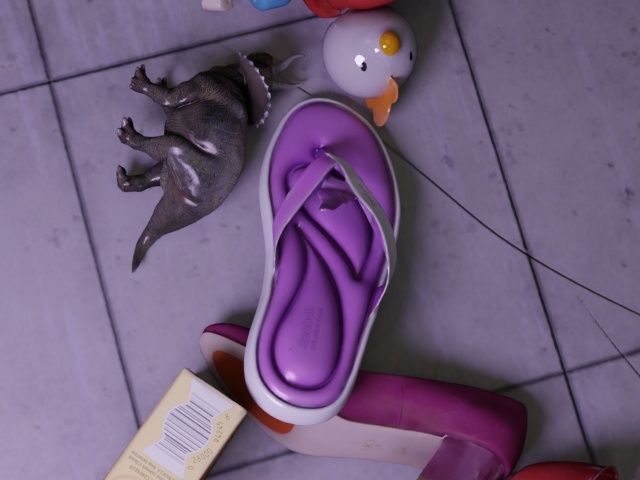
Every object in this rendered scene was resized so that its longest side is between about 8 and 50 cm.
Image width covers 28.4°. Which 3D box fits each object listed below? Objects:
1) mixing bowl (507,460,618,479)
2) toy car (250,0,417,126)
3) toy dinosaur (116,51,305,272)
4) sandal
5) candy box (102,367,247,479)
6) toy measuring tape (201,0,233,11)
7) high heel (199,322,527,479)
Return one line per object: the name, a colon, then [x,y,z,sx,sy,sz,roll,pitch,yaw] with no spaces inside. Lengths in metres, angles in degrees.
mixing bowl: [0.248,0.316,1.402,0.098,0.181,0.181,21,78,30]
toy car: [0.059,-0.253,1.464,0.219,0.210,0.238,-18,96,-20]
toy dinosaur: [-0.146,-0.110,1.455,0.160,0.121,0.314,17,75,12]
sandal: [0.015,0.003,1.399,0.169,0.102,0.416,11,59,-11]
candy box: [-0.201,0.292,1.348,0.087,0.183,0.316,35,80,3]
toy measuring tape: [-0.096,-0.441,1.512,0.121,0.121,0.330,21,79,-1]
high heel: [0.050,0.172,1.452,0.377,0.127,0.181,34,48,7]
